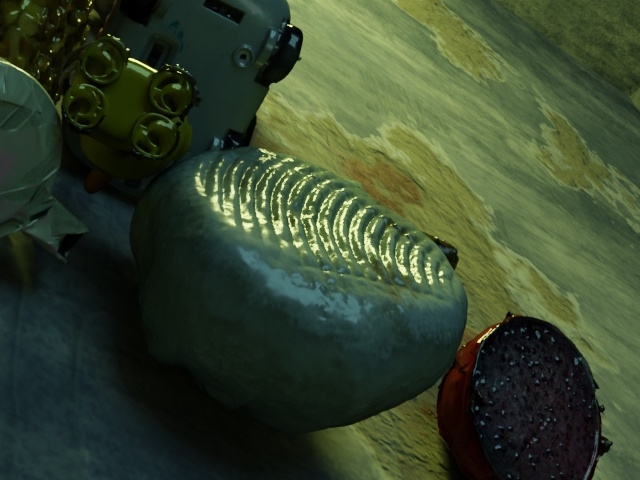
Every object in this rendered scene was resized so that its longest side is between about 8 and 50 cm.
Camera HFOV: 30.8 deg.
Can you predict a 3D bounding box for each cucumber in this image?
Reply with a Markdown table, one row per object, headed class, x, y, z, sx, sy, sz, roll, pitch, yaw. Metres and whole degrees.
| class | x | y | z | sx | sy | sz | roll | pitch | yaw |
| --- | --- | --- | --- | --- | --- | --- | --- | --- | --- |
| cucumber | -0.110 | -0.129 | 1.528 | 0.036 | 0.033 | 0.184 | 53 | 22 | -18 |

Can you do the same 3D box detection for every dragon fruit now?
| class | x | y | z | sx | sy | sz | roll | pitch | yaw |
| --- | --- | --- | --- | --- | --- | --- | --- | --- | --- |
| dragon fruit | 0.206 | 0.207 | 1.336 | 0.224 | 0.148 | 0.218 | 43 | 53 | -20 |

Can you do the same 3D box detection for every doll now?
| class | x | y | z | sx | sy | sz | roll | pitch | yaw |
| --- | --- | --- | --- | --- | --- | --- | --- | --- | --- |
| doll | -0.184 | -0.112 | 1.077 | 0.135 | 0.143 | 0.221 | 20 | -5 | -14 |

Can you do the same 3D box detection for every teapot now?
| class | x | y | z | sx | sy | sz | roll | pitch | yaw |
| --- | --- | --- | --- | --- | --- | --- | --- | --- | --- |
| teapot | -0.304 | -0.091 | 1.014 | 0.221 | 0.163 | 0.178 | 12 | 15 | -41 |

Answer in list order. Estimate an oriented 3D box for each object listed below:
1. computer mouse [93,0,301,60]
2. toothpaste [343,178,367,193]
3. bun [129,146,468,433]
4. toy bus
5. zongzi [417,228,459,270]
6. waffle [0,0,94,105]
| class | x | y | z | sx | sy | sz | roll | pitch | yaw |
| --- | --- | --- | --- | --- | --- | --- | --- | --- | --- |
| computer mouse | -0.174 | -0.341 | 1.611 | 0.389 | 0.199 | 0.115 | 19 | 21 | -42 |
| toothpaste | 0.000 | 0.000 | 1.446 | 0.098 | 0.061 | 0.392 | 40 | 27 | -3 |
| bun | -0.025 | 0.056 | 1.130 | 0.354 | 0.194 | 0.354 | 24 | 25 | -12 |
| toy bus | -0.169 | -0.201 | 1.297 | 0.194 | 0.288 | 0.232 | 23 | 14 | -27 |
| zongzi | 0.060 | 0.014 | 1.524 | 0.189 | 0.081 | 0.178 | -6 | 29 | -41 |
| waffle | -0.271 | -0.215 | 1.171 | 0.058 | 0.243 | 0.238 | 17 | -11 | 0 |
